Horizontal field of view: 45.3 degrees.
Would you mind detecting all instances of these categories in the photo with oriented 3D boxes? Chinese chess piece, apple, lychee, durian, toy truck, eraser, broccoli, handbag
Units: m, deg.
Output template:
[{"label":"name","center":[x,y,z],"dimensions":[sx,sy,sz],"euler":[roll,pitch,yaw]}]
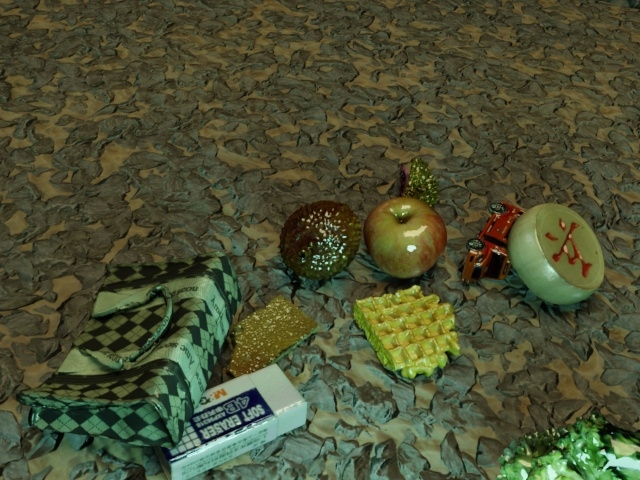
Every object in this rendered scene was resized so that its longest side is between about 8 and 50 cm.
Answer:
[{"label":"Chinese chess piece","center":[0.562,0.032,1.832],"dimensions":[0.250,0.103,0.250],"euler":[18,55,-27]},{"label":"apple","center":[0.202,-0.007,1.852],"dimensions":[0.209,0.164,0.209],"euler":[-5,42,4]},{"label":"lychee","center":[0.000,0.000,1.794],"dimensions":[0.200,0.200,0.238],"euler":[17,21,11]},{"label":"durian","center":[0.270,-0.161,2.068],"dimensions":[0.119,0.108,0.187],"euler":[10,42,4]},{"label":"toy truck","center":[0.433,0.013,1.899],"dimensions":[0.114,0.107,0.253],"euler":[23,44,17]},{"label":"eraser","center":[-0.178,0.344,1.465],"dimensions":[0.287,0.086,0.130],"euler":[-20,46,-26]},{"label":"broccoli","center":[0.463,0.448,1.268],"dimensions":[0.317,0.277,0.338],"euler":[-6,81,-49]},{"label":"handbag","center":[-0.360,0.198,1.486],"dimensions":[0.317,0.180,0.416],"euler":[-3,35,15]}]

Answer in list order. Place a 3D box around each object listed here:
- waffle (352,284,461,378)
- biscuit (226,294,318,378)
[{"label":"waffle","center":[0.215,0.199,1.701],"dimensions":[0.219,0.057,0.229],"euler":[-14,47,-22]},{"label":"biscuit","center":[-0.126,0.213,1.664],"dimensions":[0.131,0.026,0.237],"euler":[33,49,29]}]
